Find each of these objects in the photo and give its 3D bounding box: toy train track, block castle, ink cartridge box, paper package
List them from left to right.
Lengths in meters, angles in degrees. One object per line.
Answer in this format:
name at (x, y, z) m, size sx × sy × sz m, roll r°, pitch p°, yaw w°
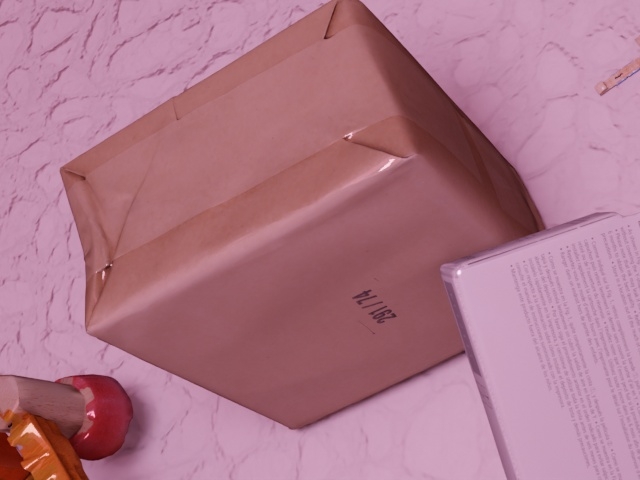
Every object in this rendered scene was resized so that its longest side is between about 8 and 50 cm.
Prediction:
block castle at (-0.317, 0.359, 1.143) m, size 0.453 × 0.213 × 0.303 m, roll -44°, pitch 62°, yaw 11°
paper package at (0.000, 0.000, 1.025) m, size 0.309 × 0.325 × 0.168 m, roll -29°, pitch 56°, yaw 17°
toy train track at (0.289, -0.163, 1.113) m, size 0.083 × 0.014 × 0.048 m, roll -36°, pitch 60°, yaw 14°
ink cartridge box at (0.261, 0.119, 0.928) m, size 0.261 × 0.066 × 0.296 m, roll -18°, pitch 93°, yaw -4°
